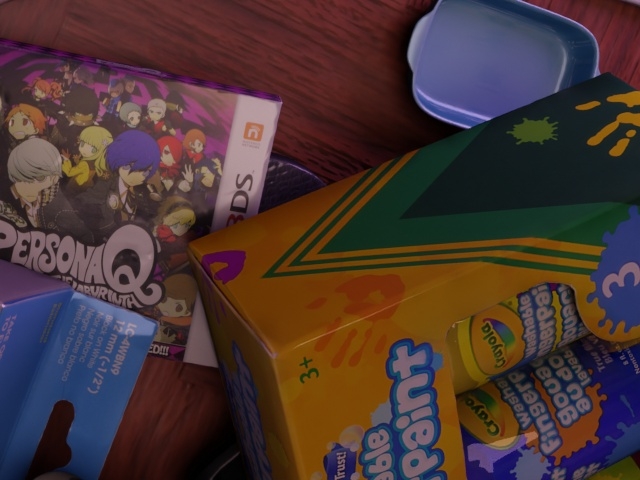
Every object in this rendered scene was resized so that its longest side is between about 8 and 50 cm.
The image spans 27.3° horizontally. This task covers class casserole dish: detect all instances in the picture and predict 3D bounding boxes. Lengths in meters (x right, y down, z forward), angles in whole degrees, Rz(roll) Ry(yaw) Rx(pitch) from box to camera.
[{"bbox_3d":[0.149,-0.144,1.103,0.188,0.037,0.114,14,97,-25],"label":"casserole dish"}]

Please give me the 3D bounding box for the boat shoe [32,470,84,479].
[{"bbox_3d":[-0.117,0.270,0.999,0.113,0.103,0.302,-58,142,-6],"label":"boat shoe"}]

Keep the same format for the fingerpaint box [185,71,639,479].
[{"bbox_3d":[0.131,0.148,1.031,0.371,0.163,0.445,-22,126,-17],"label":"fingerpaint box"}]

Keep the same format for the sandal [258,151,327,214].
[{"bbox_3d":[0.000,0.001,1.074,0.254,0.054,0.097,28,98,-35],"label":"sandal"}]

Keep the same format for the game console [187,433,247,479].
[{"bbox_3d":[0.036,0.101,1.082,0.361,0.044,0.213,-41,130,-4],"label":"game console"}]

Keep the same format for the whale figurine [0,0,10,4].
[{"bbox_3d":[-0.260,-0.276,0.870,0.216,0.141,0.272,-28,136,-14],"label":"whale figurine"}]

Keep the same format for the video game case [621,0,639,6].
[{"bbox_3d":[0.341,-0.284,1.157,0.201,0.023,0.183,12,98,-23],"label":"video game case"}]

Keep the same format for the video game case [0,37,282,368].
[{"bbox_3d":[-0.161,-0.026,0.964,0.232,0.042,0.210,11,102,-9],"label":"video game case"}]

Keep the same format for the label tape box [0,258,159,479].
[{"bbox_3d":[-0.312,0.120,0.894,0.348,0.115,0.249,21,98,-12],"label":"label tape box"}]
